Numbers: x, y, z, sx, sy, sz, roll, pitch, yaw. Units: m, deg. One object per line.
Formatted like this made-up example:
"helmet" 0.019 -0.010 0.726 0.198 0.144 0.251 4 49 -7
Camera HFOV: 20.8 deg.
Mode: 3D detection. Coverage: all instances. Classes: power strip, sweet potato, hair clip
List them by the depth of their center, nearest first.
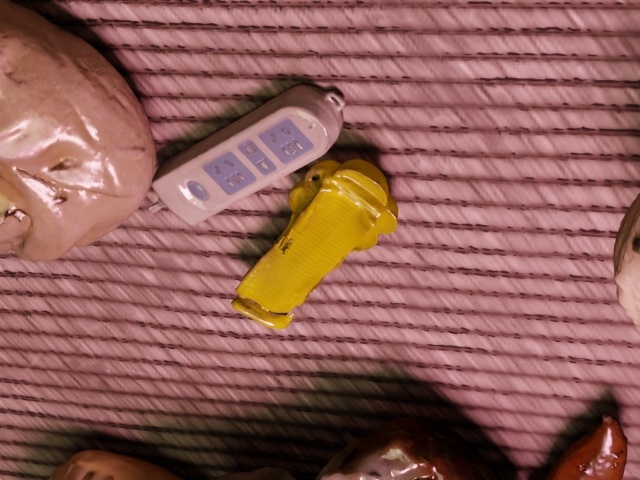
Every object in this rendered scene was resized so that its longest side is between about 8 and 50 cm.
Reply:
"power strip" -0.055 -0.055 1.189 0.191 0.030 0.047 -27 115 40
"hair clip" 0.000 0.000 1.202 0.072 0.046 0.173 29 138 -6
"sweet potato" 0.183 0.210 1.309 0.057 0.057 0.265 20 139 7

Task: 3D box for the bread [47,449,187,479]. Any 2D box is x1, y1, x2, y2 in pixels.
"bread" -0.134 0.269 1.474 0.236 0.106 0.140 33 135 -7

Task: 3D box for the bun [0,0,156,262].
"bun" -0.235 -0.068 1.200 0.237 0.116 0.210 -6 127 28

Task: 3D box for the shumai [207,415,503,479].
"shumai" 0.028 0.266 1.280 0.309 0.304 0.263 35 124 -1

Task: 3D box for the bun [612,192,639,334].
"bun" 0.299 0.029 1.005 0.259 0.160 0.259 31 164 10
